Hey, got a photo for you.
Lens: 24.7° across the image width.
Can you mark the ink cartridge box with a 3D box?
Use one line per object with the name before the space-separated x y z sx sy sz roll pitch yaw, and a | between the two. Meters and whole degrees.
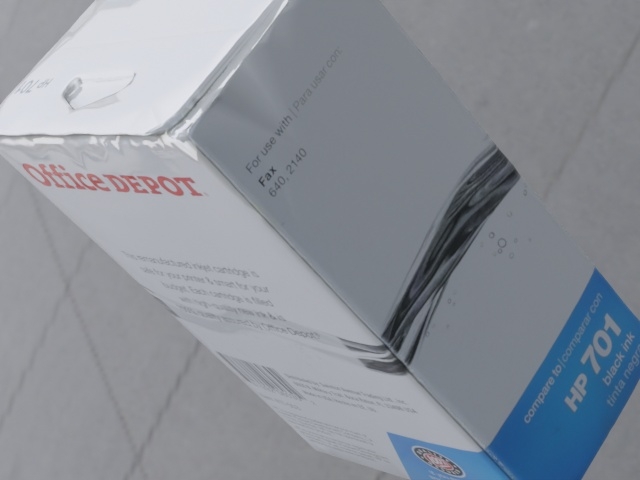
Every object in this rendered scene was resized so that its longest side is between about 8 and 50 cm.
ink cartridge box | 0.000 0.000 0.492 0.139 0.190 0.082 7 54 54
